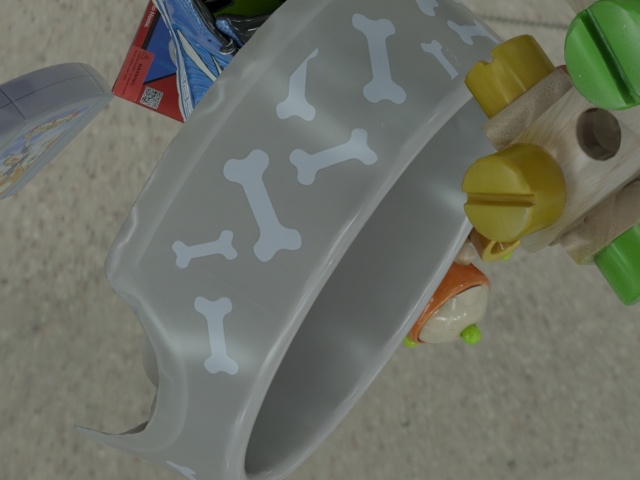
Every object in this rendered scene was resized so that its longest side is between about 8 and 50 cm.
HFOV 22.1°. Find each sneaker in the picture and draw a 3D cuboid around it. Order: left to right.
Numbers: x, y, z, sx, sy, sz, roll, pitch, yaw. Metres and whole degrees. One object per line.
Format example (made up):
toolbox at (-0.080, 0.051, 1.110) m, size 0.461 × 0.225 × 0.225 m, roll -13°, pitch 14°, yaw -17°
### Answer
sneaker at (-0.058, -0.153, 1.339) m, size 0.130 × 0.147 × 0.330 m, roll -33°, pitch 113°, yaw -13°

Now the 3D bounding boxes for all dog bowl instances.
dog bowl at (0.000, 0.000, 0.966) m, size 0.102 × 0.349 × 0.349 m, roll 33°, pitch 107°, yaw 13°

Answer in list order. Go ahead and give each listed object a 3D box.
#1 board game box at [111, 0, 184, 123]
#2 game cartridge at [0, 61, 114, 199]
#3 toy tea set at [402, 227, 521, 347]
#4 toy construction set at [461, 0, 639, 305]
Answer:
board game box at (-0.067, -0.233, 1.463) m, size 0.145 × 0.027 × 0.281 m, roll 22°, pitch 98°, yaw -13°
game cartridge at (-0.332, -0.099, 1.701) m, size 0.198 × 0.297 × 0.062 m, roll -37°, pitch 90°, yaw 24°
toy tea set at (0.159, -0.016, 1.536) m, size 0.200 × 0.124 × 0.336 m, roll -31°, pitch 157°, yaw -16°
toy construction set at (0.143, -0.021, 0.618) m, size 0.257 × 0.237 × 0.309 m, roll -10°, pitch 100°, yaw 38°
